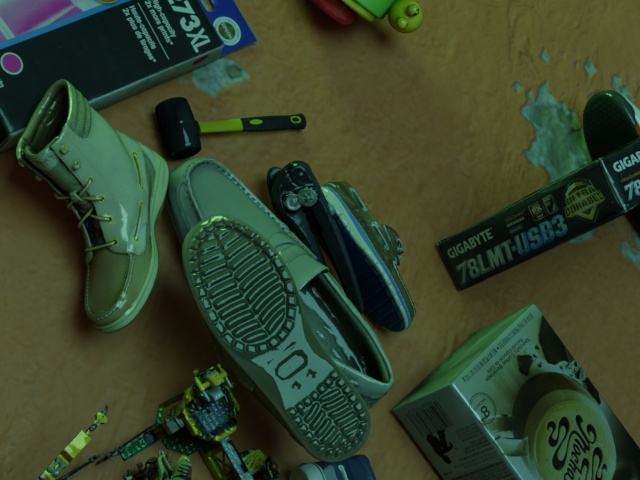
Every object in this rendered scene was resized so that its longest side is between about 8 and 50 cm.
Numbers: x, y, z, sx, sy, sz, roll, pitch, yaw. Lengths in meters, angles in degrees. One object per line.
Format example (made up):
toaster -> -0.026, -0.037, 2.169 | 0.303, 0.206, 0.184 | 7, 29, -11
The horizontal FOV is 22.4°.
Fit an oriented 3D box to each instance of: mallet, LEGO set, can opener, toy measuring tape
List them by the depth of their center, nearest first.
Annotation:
LEGO set -> -0.126, 0.255, 1.468 | 0.331, 0.192, 0.255 | -19, 82, -37
can opener -> 0.000, 0.000, 1.729 | 0.059, 0.073, 0.186 | -27, 97, 1
mallet -> -0.097, -0.133, 1.748 | 0.189, 0.039, 0.062 | -16, 78, -41
toy measuring tape -> -0.010, -0.341, 1.829 | 0.330, 0.121, 0.121 | 37, 56, -16

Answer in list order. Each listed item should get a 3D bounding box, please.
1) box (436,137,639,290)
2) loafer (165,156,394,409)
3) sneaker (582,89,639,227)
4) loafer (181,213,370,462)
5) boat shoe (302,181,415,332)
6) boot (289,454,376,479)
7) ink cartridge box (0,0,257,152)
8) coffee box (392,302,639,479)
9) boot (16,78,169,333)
box -> 0.325, -0.057, 1.824 | 0.293, 0.295, 0.073 | -22, 84, -36
loafer -> -0.037, 0.040, 1.663 | 0.319, 0.111, 0.112 | 51, 51, -6
sneaker -> 0.442, -0.090, 2.044 | 0.145, 0.090, 0.270 | -35, 95, -38
loafer -> -0.054, 0.101, 1.572 | 0.102, 0.092, 0.268 | -30, 89, -19
boat shoe -> 0.057, 0.012, 1.765 | 0.066, 0.066, 0.183 | -30, 89, -39
boot -> 0.037, 0.309, 1.629 | 0.086, 0.069, 0.190 | -8, 74, -32
ink cartridge box -> -0.229, -0.235, 1.686 | 0.371, 0.069, 0.176 | -29, 88, -40
coffee box -> 0.242, 0.244, 1.757 | 0.168, 0.119, 0.297 | -39, 94, -38
boot -> -0.226, -0.033, 1.557 | 0.165, 0.077, 0.213 | 44, 42, -44
